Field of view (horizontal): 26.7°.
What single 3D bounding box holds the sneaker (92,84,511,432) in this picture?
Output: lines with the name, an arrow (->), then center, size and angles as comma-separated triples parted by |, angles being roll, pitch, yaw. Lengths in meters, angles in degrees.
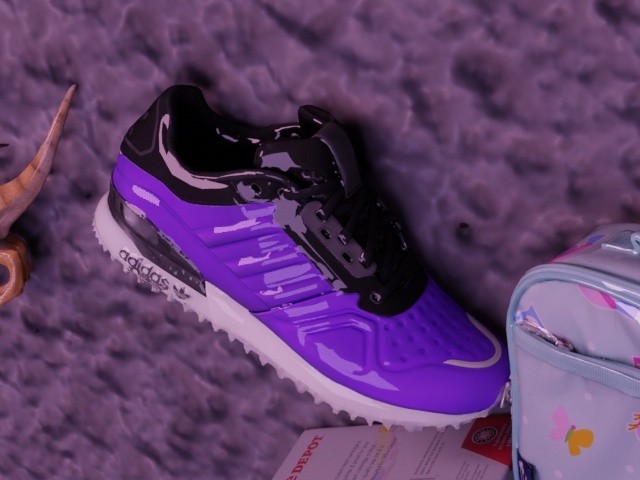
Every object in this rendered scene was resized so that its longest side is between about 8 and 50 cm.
sneaker -> -0.001, 0.000, 0.830 | 0.293, 0.102, 0.146 | 28, 123, 8

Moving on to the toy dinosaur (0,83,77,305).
toy dinosaur -> -0.236, -0.014, 0.948 | 0.212, 0.064, 0.112 | -20, 105, 30

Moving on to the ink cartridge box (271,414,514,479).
ink cartridge box -> 0.060, 0.204, 0.895 | 0.176, 0.128, 0.127 | -7, 113, 27

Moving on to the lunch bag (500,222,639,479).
lunch bag -> 0.226, 0.110, 0.739 | 0.279, 0.108, 0.224 | 17, 126, 41
